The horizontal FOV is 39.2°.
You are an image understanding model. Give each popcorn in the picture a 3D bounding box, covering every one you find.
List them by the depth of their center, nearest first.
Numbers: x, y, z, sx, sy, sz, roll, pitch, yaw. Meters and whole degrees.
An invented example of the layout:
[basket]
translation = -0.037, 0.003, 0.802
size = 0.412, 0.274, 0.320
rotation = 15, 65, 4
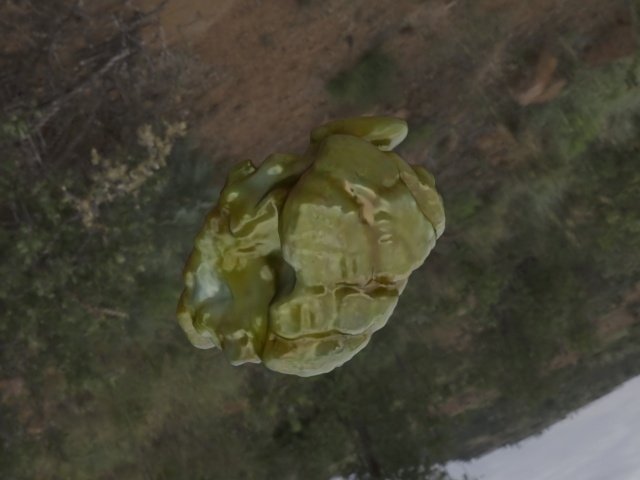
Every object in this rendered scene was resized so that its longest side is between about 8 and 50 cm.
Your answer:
[popcorn]
translation = 0.002, 0.013, 1.099
size = 0.292, 0.293, 0.334
rotation = -1, 170, -44
